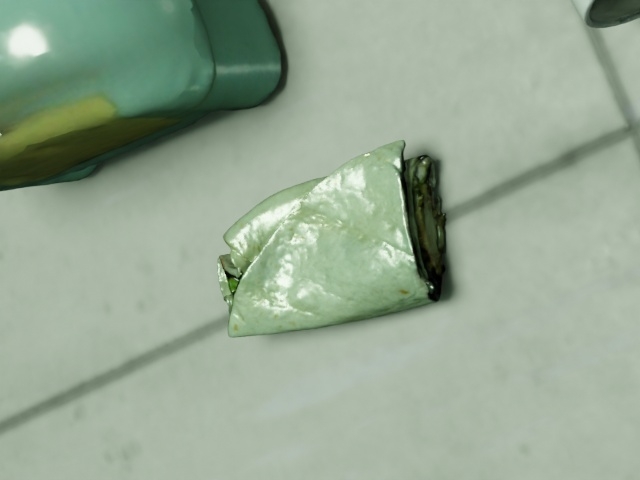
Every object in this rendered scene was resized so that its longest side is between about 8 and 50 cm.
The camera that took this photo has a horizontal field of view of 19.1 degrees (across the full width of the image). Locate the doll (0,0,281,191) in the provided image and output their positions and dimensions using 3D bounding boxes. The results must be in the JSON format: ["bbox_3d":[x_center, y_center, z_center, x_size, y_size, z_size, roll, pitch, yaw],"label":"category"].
[{"bbox_3d":[-0.148,-0.163,0.886,0.177,0.161,0.260,-20,86,30],"label":"doll"}]

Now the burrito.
[{"bbox_3d":[0.001,0.003,0.877,0.118,0.044,0.074,-15,88,26],"label":"burrito"}]

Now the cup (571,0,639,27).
[{"bbox_3d":[0.132,-0.171,0.780,0.133,0.136,0.099,59,150,14],"label":"cup"}]
